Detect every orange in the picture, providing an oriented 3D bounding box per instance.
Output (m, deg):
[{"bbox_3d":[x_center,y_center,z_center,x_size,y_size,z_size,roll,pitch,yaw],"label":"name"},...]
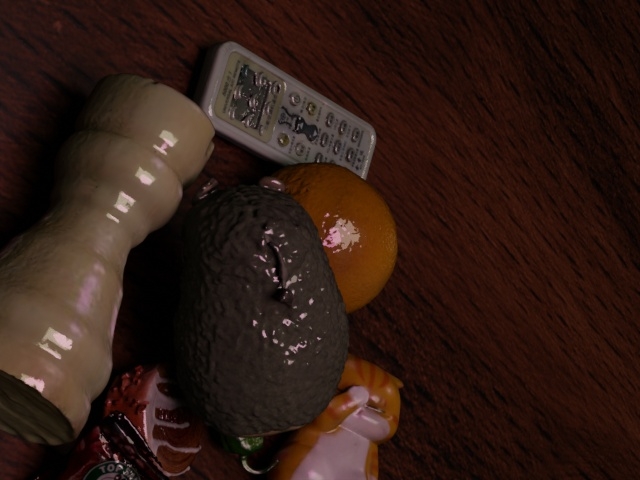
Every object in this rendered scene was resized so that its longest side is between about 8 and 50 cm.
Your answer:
[{"bbox_3d":[0.000,0.000,2.039,0.236,0.236,0.236,-3,94,-44],"label":"orange"}]

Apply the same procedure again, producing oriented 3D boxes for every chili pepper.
[{"bbox_3d":[-0.105,0.201,2.046,0.100,0.074,0.257,13,81,-41],"label":"chili pepper"}]

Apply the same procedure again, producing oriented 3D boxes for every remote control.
[{"bbox_3d":[-0.051,-0.168,2.088,0.335,0.065,0.128,27,75,-42],"label":"remote control"}]

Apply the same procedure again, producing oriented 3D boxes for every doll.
[{"bbox_3d":[-0.086,0.082,1.853,0.247,0.247,0.349,-38,139,-36],"label":"doll"},{"bbox_3d":[0.025,0.295,2.122,0.166,0.162,0.269,32,74,-16],"label":"doll"}]

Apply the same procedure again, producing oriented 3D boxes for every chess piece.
[{"bbox_3d":[-0.293,0.010,1.752,0.234,0.234,0.442,48,57,-35],"label":"chess piece"}]

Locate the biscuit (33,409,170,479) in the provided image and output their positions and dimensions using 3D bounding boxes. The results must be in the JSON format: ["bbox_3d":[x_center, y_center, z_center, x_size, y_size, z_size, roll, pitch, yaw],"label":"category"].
[{"bbox_3d":[-0.300,0.330,1.825,0.235,0.063,0.151,-37,126,6],"label":"biscuit"}]

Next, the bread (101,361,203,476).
[{"bbox_3d":[-0.220,0.239,1.906,0.160,0.073,0.160,12,76,-63],"label":"bread"}]
